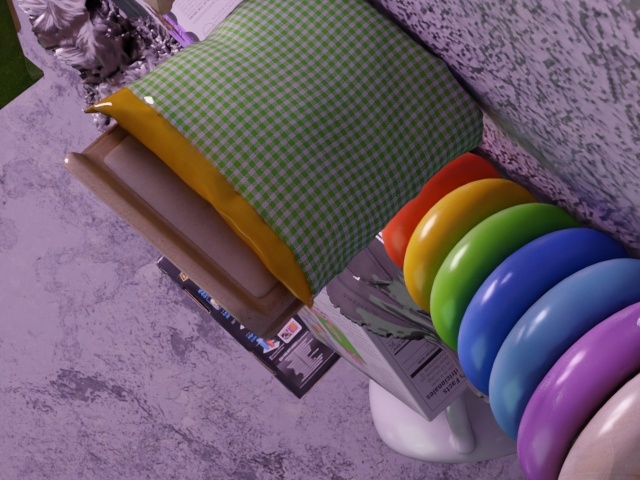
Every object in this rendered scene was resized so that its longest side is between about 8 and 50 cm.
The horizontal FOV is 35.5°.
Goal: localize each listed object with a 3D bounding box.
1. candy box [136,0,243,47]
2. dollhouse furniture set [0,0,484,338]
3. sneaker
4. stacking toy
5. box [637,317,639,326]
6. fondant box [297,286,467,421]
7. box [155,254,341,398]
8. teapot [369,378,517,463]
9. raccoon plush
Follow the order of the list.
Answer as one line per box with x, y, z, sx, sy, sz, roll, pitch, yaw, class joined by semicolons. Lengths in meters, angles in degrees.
-0.144;-0.246;0.901;0.196;0.070;0.165;44;179;-11;candy box
-0.069;-0.122;0.508;0.301;0.197;0.151;40;159;12;dollhouse furniture set
0.125;0.035;0.731;0.286;0.109;0.130;24;127;26;sneaker
0.107;0.018;0.596;0.330;0.141;0.141;50;-177;41;stacking toy
0.144;0.010;0.217;0.063;0.067;0.324;44;180;10;box
0.000;0.000;0.975;0.330;0.096;0.238;55;166;-29;fondant box
-0.037;0.027;1.468;0.293;0.295;0.073;43;177;-6;box
0.167;0.142;1.203;0.256;0.252;0.187;5;109;55;teapot
-0.226;-0.264;1.376;0.299;0.216;0.446;-105;-8;-63;raccoon plush
